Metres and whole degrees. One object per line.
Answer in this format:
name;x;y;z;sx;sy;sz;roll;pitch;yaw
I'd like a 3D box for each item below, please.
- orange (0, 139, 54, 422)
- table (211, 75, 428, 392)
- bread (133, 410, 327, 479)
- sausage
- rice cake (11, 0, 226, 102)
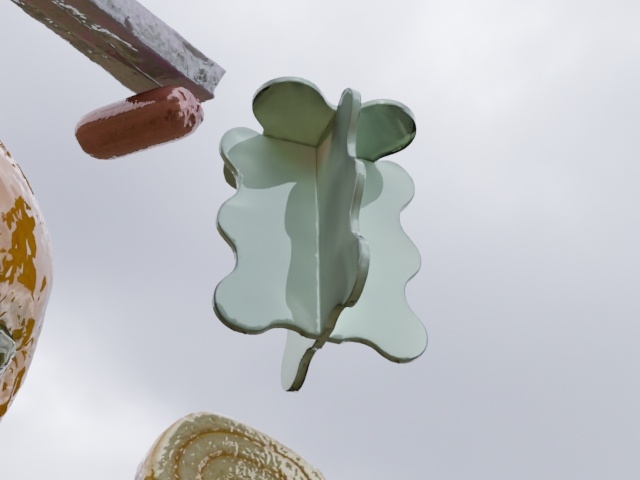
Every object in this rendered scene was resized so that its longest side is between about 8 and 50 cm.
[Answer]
orange;-0.317;0.025;0.824;0.312;0.312;0.312;15;-40;13
table;0.000;0.000;1.029;0.166;0.198;0.166;-1;-39;-1
bread;-0.073;0.206;1.046;0.149;0.122;0.073;31;-44;-6
sausage;-0.194;-0.126;1.459;0.154;0.062;0.062;-13;-52;33
rice cake;-0.227;-0.229;1.431;0.106;0.050;0.298;-3;-29;44
